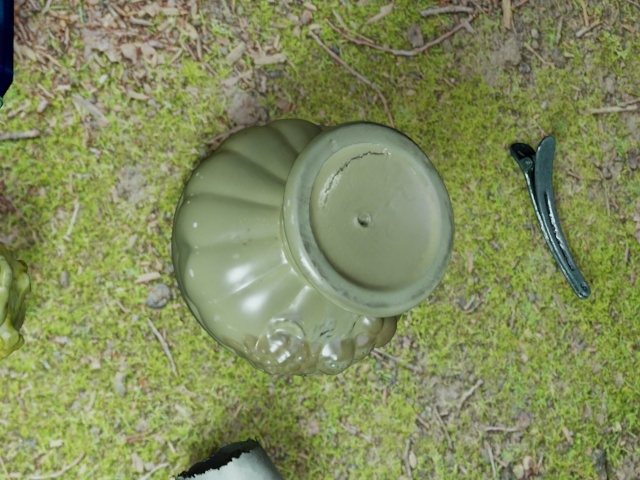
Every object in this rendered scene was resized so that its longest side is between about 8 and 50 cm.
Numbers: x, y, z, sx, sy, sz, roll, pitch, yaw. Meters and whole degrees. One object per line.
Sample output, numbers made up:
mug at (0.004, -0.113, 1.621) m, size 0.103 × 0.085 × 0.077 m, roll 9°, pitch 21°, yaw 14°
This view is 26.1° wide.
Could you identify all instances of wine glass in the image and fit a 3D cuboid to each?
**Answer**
wine glass at (-0.069, 0.345, 1.518) m, size 0.126 × 0.126 × 0.241 m, roll -24°, pitch 94°, yaw -32°

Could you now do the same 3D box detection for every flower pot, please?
flower pot at (0.000, 0.000, 1.566) m, size 0.307 × 0.244 × 0.308 m, roll 7°, pitch 76°, yaw -28°

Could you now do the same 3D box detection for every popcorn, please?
popcorn at (-0.366, 0.060, 1.416) m, size 0.141 × 0.162 × 0.136 m, roll 22°, pitch 31°, yaw -48°

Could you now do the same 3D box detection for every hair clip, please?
hair clip at (0.319, -0.028, 1.875) m, size 0.039 × 0.070 × 0.230 m, roll -25°, pitch 100°, yaw -35°

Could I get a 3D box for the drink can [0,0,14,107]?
drink can at (-0.384, -0.241, 1.468) m, size 0.118 × 0.118 × 0.205 m, roll 4°, pitch 76°, yaw -30°
